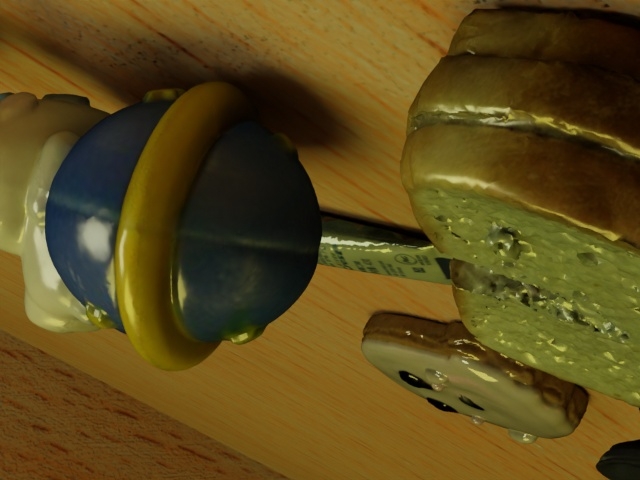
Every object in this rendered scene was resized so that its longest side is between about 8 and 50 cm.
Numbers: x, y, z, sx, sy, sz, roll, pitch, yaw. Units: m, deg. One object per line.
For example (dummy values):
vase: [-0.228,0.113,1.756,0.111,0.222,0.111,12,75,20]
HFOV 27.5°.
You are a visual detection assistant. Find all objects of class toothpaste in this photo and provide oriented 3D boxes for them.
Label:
toothpaste: [0.000,0.000,0.905,0.216,0.037,0.062,12,161,28]

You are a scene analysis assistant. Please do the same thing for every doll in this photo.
doll: [-0.111,-0.008,0.781,0.242,0.159,0.311,-1,-178,11]

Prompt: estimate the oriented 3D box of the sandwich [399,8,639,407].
sandwich: [0.164,0.012,0.577,0.249,0.095,0.273,22,166,22]

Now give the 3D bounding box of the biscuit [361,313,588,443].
biscuit: [0.125,0.120,1.101,0.208,0.049,0.181,5,155,48]

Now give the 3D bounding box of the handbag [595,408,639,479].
handbag: [0.362,0.176,0.805,0.269,0.118,0.325,30,166,-23]
